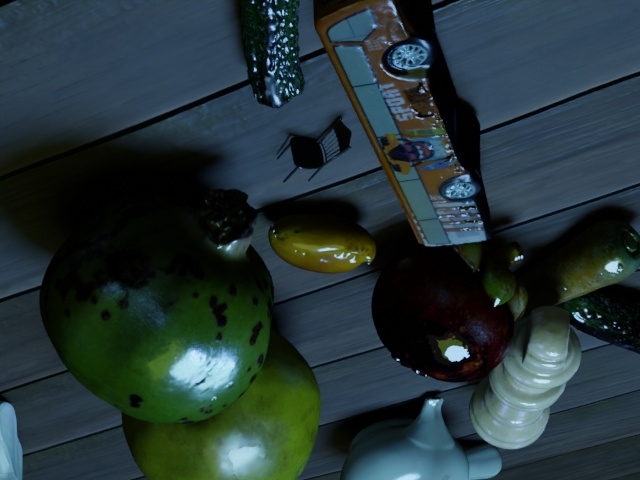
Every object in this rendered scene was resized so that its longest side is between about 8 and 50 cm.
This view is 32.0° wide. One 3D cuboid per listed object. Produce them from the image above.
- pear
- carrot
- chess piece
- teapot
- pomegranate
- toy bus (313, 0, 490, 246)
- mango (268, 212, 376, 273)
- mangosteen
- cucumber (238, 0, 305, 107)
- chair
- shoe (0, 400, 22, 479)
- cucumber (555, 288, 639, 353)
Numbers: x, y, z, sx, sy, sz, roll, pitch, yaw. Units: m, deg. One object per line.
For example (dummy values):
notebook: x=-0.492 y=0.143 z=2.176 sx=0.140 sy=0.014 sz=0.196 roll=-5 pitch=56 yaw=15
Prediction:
pear: x=-0.124 y=0.217 z=1.407 sx=0.253 sy=0.253 sz=0.307 roll=-7 pitch=158 yaw=-1
carrot: x=0.274 y=0.057 z=1.404 sx=0.078 sy=0.078 sz=0.298 roll=18 pitch=146 yaw=-35
chess piece: x=0.278 y=0.179 z=1.487 sx=0.117 sy=0.117 sz=0.397 roll=-6 pitch=157 yaw=-2
teapot: x=0.158 y=0.379 z=1.800 sx=0.220 sy=0.149 sz=0.318 roll=-27 pitch=142 yaw=14
pomegranate: x=-0.160 y=0.059 z=1.167 sx=0.254 sy=0.254 sz=0.270 roll=18 pitch=118 yaw=-34
toy bus: x=0.090 y=-0.123 z=1.047 sx=0.092 sy=0.093 sz=0.409 roll=-9 pitch=148 yaw=16
mango: x=0.000 y=0.000 z=1.252 sx=0.127 sy=0.063 sz=0.077 roll=9 pitch=149 yaw=-16
mangosteen: x=0.159 y=0.071 z=1.316 sx=0.200 sy=0.199 sz=0.200 roll=-5 pitch=148 yaw=-3
cucumber: x=-0.042 y=-0.188 z=0.956 sx=0.058 sy=0.058 sz=0.187 roll=-5 pitch=150 yaw=-4
chair: x=-0.009 y=-0.090 z=1.130 sx=0.042 sy=0.037 sz=0.086 roll=2 pitch=152 yaw=-35
shoe: x=-0.493 y=0.309 z=1.615 sx=0.110 sy=0.095 sz=0.265 roll=-1 pitch=150 yaw=-8
cucumber: x=0.409 y=0.110 z=1.499 sx=0.241 sy=0.074 sz=0.074 roll=16 pitch=141 yaw=-30
